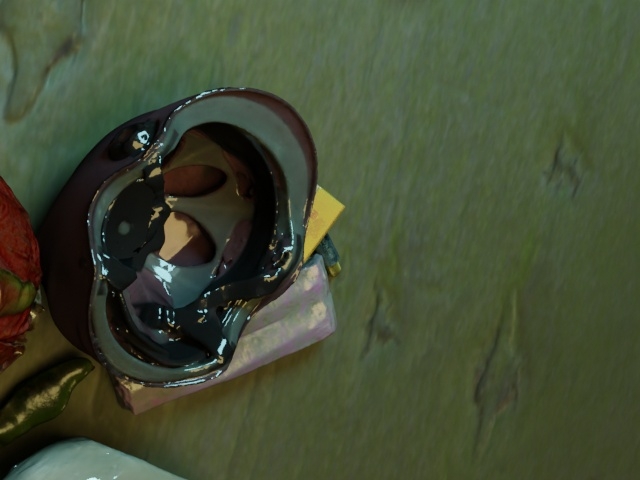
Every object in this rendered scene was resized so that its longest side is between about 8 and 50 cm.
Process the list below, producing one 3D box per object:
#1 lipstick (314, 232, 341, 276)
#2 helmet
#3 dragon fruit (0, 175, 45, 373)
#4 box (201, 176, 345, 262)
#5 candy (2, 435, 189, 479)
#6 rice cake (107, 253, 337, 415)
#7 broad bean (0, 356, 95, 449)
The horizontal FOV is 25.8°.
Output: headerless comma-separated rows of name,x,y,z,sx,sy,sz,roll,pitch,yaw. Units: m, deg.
lipstick,0.000,0.000,1.709,0.037,0.037,0.116,-37,121,-17
helmet,-0.170,-0.013,1.512,0.271,0.197,0.338,39,73,-40
dragon fruit,-0.420,0.021,1.332,0.343,0.277,0.277,1,102,-26
box,-0.056,-0.052,1.644,0.155,0.023,0.087,38,79,-12
candy,-0.268,0.427,1.543,0.427,0.186,0.386,-51,133,-16
rice cake,-0.117,0.112,1.659,0.298,0.050,0.106,-21,111,-25
broad bean,-0.335,0.198,1.552,0.195,0.061,0.046,-50,159,-23
